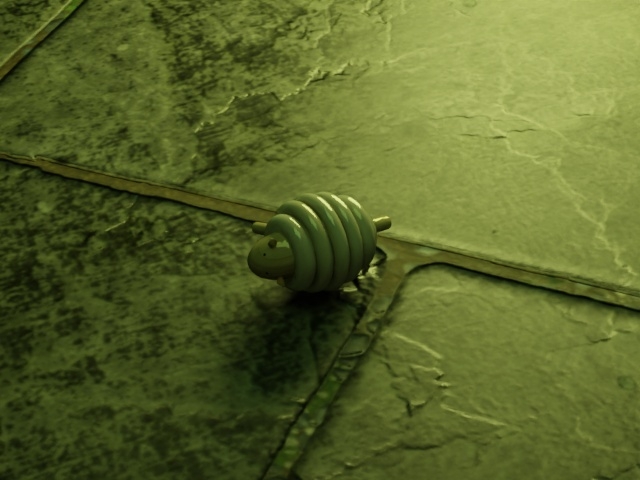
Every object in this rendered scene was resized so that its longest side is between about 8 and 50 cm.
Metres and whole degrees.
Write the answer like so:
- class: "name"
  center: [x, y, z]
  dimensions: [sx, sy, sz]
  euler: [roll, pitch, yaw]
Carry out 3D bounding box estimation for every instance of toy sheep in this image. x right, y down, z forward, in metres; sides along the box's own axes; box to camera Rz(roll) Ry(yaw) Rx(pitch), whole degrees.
- class: "toy sheep"
  center: [0.000, 0.000, 1.100]
  dimensions: [0.132, 0.091, 0.091]
  euler: [-23, 43, -27]
